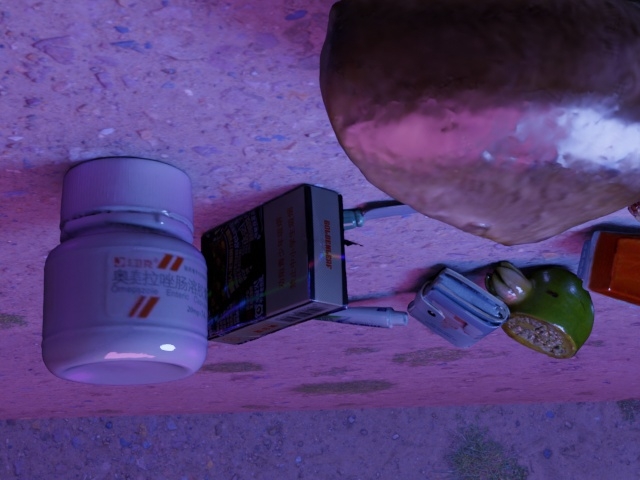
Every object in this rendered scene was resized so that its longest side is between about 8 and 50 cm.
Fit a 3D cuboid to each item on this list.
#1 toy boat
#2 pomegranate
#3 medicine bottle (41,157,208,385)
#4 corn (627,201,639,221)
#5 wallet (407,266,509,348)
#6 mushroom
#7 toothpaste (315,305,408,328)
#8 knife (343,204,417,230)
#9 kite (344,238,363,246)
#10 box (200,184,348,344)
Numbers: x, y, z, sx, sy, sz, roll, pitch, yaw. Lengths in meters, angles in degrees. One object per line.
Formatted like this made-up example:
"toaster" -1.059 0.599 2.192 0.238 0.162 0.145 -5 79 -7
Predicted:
"toy boat" 0.634 0.059 1.862 0.331 0.145 0.133 9 -179 -26
"pomegranate" 0.459 0.127 2.029 0.240 0.159 0.190 23 157 13
"medicine bottle" -0.291 0.051 1.452 0.241 0.302 0.241 -3 162 -1
"corn" 0.561 -0.099 1.458 0.086 0.086 0.253 4 158 -19
"wallet" 0.288 0.149 2.061 0.176 0.075 0.250 32 162 3
"mushroom" 0.205 -0.156 1.030 0.397 0.225 0.313 16 156 -42
"toothpaste" 0.057 0.170 2.213 0.296 0.048 0.075 1 164 26
"knife" 0.090 -0.045 1.646 0.260 0.035 0.063 -11 161 10
"kite" 0.000 0.000 1.719 0.189 0.010 0.159 6 -176 26
"box" -0.086 0.049 1.632 0.084 0.198 0.310 12 157 -38
